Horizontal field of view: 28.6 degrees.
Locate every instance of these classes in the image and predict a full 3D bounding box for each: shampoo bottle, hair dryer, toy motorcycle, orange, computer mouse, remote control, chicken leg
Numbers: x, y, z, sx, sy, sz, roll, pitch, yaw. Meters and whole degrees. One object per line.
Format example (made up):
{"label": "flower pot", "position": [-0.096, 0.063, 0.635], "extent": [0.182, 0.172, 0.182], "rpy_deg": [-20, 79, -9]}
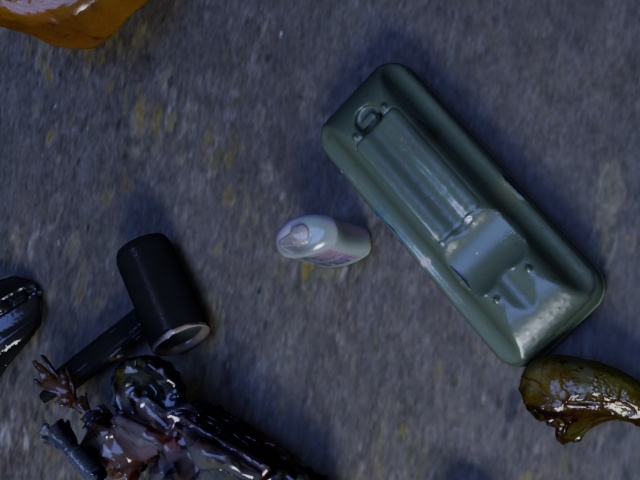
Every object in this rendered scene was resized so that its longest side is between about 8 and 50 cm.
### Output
{"label": "shampoo bottle", "position": [0.000, 0.000, 1.291], "extent": [0.072, 0.099, 0.043], "rpy_deg": [-13, 76, 27]}
{"label": "hair dryer", "position": [-0.246, 0.105, 1.434], "extent": [0.255, 0.070, 0.128], "rpy_deg": [-34, 67, 25]}
{"label": "toy motorcycle", "position": [-0.178, 0.233, 1.324], "extent": [0.401, 0.134, 0.207], "rpy_deg": [34, 104, 17]}
{"label": "orange", "position": [-0.293, -0.342, 1.460], "extent": [0.248, 0.183, 0.249], "rpy_deg": [0, 89, 11]}
{"label": "computer mouse", "position": [-0.406, 0.110, 1.519], "extent": [0.172, 0.057, 0.099], "rpy_deg": [-42, 64, 13]}
{"label": "remote control", "position": [0.131, -0.032, 1.245], "extent": [0.128, 0.065, 0.335], "rpy_deg": [-45, 65, 13]}
{"label": "chicken leg", "position": [0.267, 0.151, 1.146], "extent": [0.178, 0.070, 0.093], "rpy_deg": [2, 119, 26]}
